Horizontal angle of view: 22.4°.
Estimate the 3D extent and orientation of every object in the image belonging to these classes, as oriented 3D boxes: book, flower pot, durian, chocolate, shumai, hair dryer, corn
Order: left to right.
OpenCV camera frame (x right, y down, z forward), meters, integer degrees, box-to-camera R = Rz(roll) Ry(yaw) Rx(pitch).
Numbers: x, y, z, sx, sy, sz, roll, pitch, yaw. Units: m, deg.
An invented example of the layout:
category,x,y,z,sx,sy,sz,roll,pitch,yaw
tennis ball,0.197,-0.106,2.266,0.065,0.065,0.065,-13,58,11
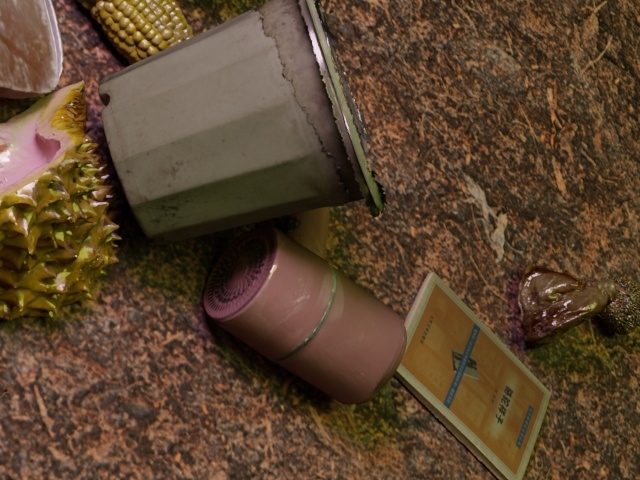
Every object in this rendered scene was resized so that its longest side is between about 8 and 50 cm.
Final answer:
category,x,y,z,sx,sy,sz,roll,pitch,yaw
chocolate,-0.358,-0.262,1.672,0.157,0.080,0.254,3,71,-60
durian,-0.283,-0.018,1.619,0.305,0.185,0.196,-44,126,-53
corn,-0.247,-0.301,1.798,0.288,0.086,0.086,50,45,-12
flower pot,-0.085,-0.127,1.698,0.290,0.259,0.290,-17,90,-85
hair dryer,0.000,0.000,1.871,0.210,0.125,0.352,35,43,-28
book,0.190,0.175,2.027,0.241,0.018,0.170,45,46,-19
shumai,0.311,0.081,2.120,0.105,0.123,0.139,36,62,-12
durian,0.419,0.092,2.251,0.091,0.080,0.080,45,44,-41
